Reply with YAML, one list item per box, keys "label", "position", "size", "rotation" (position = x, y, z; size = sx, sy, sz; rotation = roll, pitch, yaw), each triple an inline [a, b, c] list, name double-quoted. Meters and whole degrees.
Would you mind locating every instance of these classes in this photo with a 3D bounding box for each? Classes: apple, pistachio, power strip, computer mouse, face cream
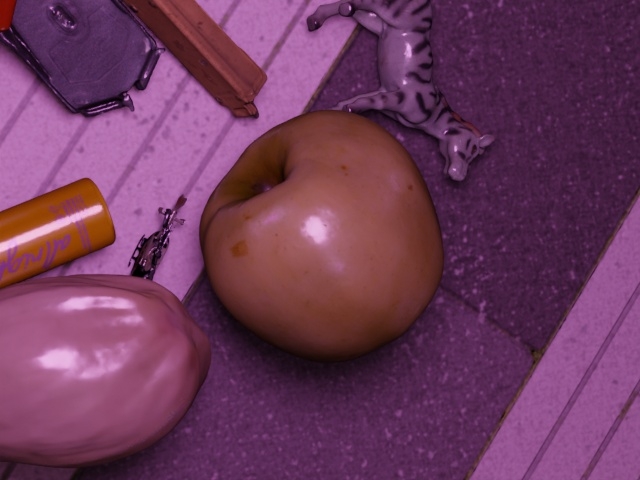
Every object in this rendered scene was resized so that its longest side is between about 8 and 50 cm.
- label: "apple"
  position: [0.000, 0.000, 1.921]
  size: [0.262, 0.262, 0.262]
  rotation: [-1, 94, -19]
- label: "pistachio"
  position: [-0.276, 0.139, 1.868]
  size: [0.332, 0.208, 0.226]
  rotation: [-11, 140, -10]
- label: "power strip"
  position: [-0.156, -0.239, 1.923]
  size: [0.305, 0.064, 0.044]
  rotation: [47, 64, -26]
- label: "computer mouse"
  position: [-0.264, -0.229, 1.906]
  size: [0.126, 0.071, 0.231]
  rotation: [-42, 114, 2]
- label: "face cream"
  position: [-0.351, 0.018, 1.887]
  size: [0.273, 0.078, 0.078]
  rotation: [-23, 101, -16]

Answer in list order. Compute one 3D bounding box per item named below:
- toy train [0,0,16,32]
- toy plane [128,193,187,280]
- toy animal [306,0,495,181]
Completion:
- label: "toy train"
  position: [-0.345, -0.341, 1.729]
  size: [0.163, 0.369, 0.231]
  rotation: [10, 111, -25]
- label: "toy plane"
  position: [-0.175, 0.004, 1.961]
  size: [0.031, 0.049, 0.120]
  rotation: [26, 85, -19]
- label: "toy animal"
  position: [0.078, -0.172, 2.014]
  size: [0.170, 0.090, 0.255]
  rotation: [-33, 112, -31]
